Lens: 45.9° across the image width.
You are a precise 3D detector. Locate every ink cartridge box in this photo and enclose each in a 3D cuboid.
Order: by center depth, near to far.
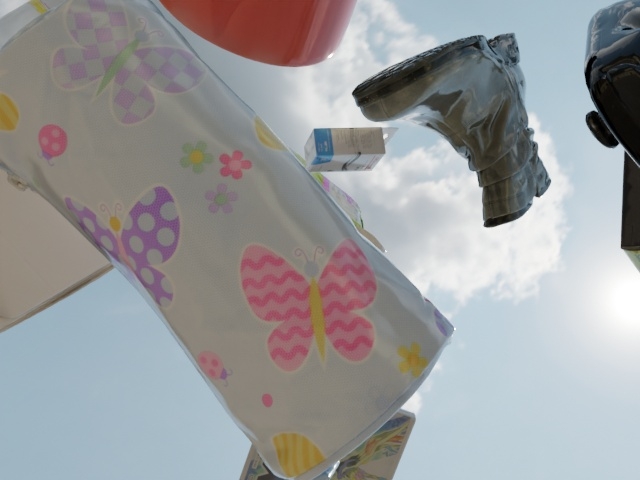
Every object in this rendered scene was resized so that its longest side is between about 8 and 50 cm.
[{"bbox_3d":[-0.215,-0.076,0.584,0.168,0.233,0.171,-29,-66,18],"label":"ink cartridge box"},{"bbox_3d":[0.030,-0.085,0.714,0.048,0.083,0.028,130,-45,-71],"label":"ink cartridge box"}]

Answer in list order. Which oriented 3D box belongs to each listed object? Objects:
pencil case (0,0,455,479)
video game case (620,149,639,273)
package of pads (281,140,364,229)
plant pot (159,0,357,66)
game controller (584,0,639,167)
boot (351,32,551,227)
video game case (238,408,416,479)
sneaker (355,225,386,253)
[{"bbox_3d":[-0.058,-0.004,0.400,0.273,0.124,0.113,46,-8,5],"label":"pencil case"},{"bbox_3d":[0.449,-0.072,1.001,0.035,0.275,0.248,-4,-24,35],"label":"video game case"},{"bbox_3d":[-0.077,-0.063,1.602,0.296,0.101,0.229,36,-60,-27],"label":"package of pads"},{"bbox_3d":[-0.045,-0.382,0.875,0.275,0.275,0.243,41,-48,6],"label":"plant pot"},{"bbox_3d":[0.254,0.002,0.393,0.319,0.166,0.067,43,-63,-8],"label":"game controller"},{"bbox_3d":[0.132,-0.083,0.633,0.083,0.246,0.161,-14,-83,39],"label":"boot"},{"bbox_3d":[0.002,0.459,1.564,0.300,0.036,0.329,19,-79,-1],"label":"video game case"},{"bbox_3d":[0.000,0.000,1.314,0.235,0.095,0.090,27,-9,40],"label":"sneaker"}]
